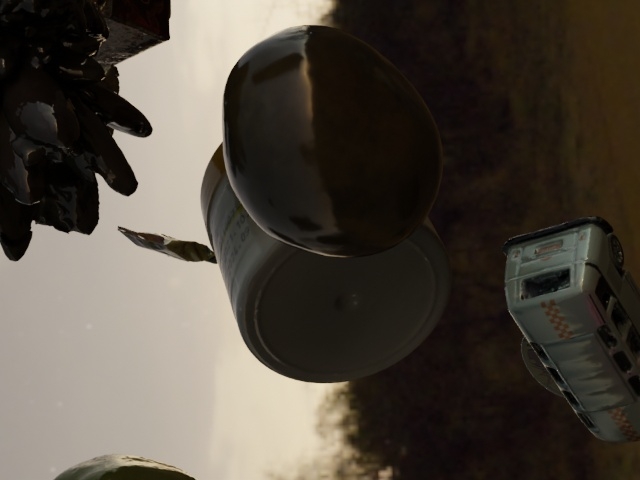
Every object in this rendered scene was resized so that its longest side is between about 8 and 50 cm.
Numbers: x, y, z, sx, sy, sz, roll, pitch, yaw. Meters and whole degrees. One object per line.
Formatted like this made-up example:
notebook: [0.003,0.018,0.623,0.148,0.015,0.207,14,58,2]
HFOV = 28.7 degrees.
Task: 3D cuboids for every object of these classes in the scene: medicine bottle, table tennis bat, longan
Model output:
medicine bottle: [0.000,0.000,1.379,0.232,0.238,0.238,-111,11,-52]
table tennis bat: [0.281,0.129,1.494,0.019,0.100,0.155,-45,-56,-37]
longan: [0.006,-0.074,0.959,0.167,0.167,0.187,-82,-30,-67]

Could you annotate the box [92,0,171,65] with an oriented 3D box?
box: [-0.412,-0.310,1.508,0.415,0.264,0.116,18,-118,-49]

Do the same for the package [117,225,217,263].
package: [-0.226,0.007,1.857,0.121,0.108,0.031,21,-98,-48]

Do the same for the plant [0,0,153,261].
plant: [-0.273,-0.150,1.037,0.181,0.194,0.320,8,-116,-76]

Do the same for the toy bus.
toy bus: [0.212,0.077,0.957,0.194,0.087,0.089,54,-145,-30]

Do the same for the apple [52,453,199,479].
apple: [-0.235,0.402,1.543,0.279,0.279,0.279,-4,-90,-85]

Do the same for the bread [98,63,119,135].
bread: [-0.264,-0.115,1.259,0.067,0.192,0.119,-30,-64,-44]
